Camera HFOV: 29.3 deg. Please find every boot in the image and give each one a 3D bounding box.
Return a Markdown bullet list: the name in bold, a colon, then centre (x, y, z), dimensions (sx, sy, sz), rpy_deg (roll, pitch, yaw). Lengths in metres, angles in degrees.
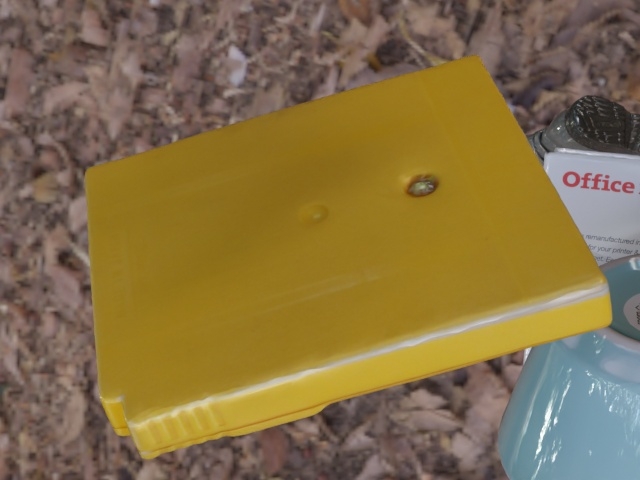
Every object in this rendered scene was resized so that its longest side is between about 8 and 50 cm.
- **boot**: centre (0.385, -0.111, 1.603), dimensions (0.161, 0.246, 0.084), rpy_deg (147, 139, -63)

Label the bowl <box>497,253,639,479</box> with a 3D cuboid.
- **bowl**: centre (0.316, 0.120, 1.091), dimensions (0.311, 0.311, 0.163), rpy_deg (23, 127, 41)

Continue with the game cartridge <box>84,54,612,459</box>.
- **game cartridge**: centre (0.000, 0.000, 0.854), dimensions (0.323, 0.053, 0.285), rpy_deg (-17, 40, 1)

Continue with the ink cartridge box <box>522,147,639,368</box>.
- **ink cartridge box**: centre (0.333, 0.042, 1.318), dimensions (0.197, 0.114, 0.273), rpy_deg (7, 99, 18)
